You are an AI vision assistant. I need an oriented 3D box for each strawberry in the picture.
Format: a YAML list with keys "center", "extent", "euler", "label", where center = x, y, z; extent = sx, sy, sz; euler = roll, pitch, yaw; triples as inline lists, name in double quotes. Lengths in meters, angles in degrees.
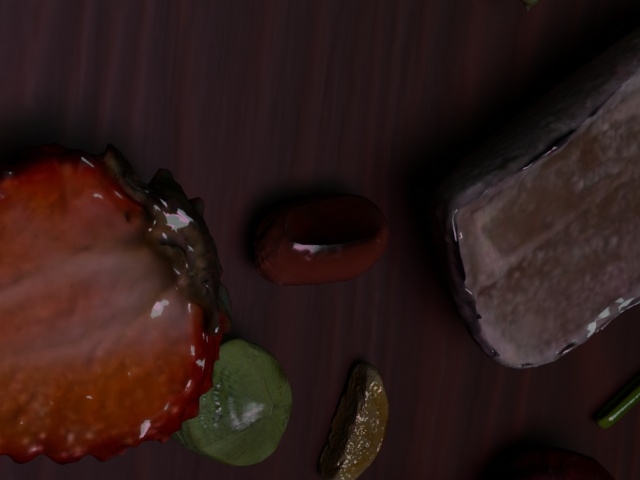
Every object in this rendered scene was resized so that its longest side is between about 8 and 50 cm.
- center: [-0.169, 0.049, 1.038]
  extent: [0.236, 0.111, 0.190]
  euler: [-21, 85, 2]
  label: "strawberry"

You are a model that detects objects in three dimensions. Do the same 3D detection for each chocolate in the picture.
- center: [0.200, -0.050, 1.200]
  extent: [0.303, 0.100, 0.185]
  euler: [-35, 127, -12]
  label: "chocolate"

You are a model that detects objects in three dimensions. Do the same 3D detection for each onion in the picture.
- center: [0.171, 0.202, 1.261]
  extent: [0.107, 0.097, 0.107]
  euler: [4, 110, 10]
  label: "onion"

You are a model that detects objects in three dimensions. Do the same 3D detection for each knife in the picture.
- center: [0.281, 0.084, 1.323]
  extent: [0.184, 0.022, 0.026]
  euler: [-39, 91, -13]
  label: "knife"

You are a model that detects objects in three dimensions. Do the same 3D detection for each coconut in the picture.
- center: [-0.060, 0.104, 1.111]
  extent: [0.088, 0.096, 0.088]
  euler: [-4, 97, -41]
  label: "coconut"

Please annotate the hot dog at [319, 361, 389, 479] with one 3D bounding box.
- center: [0.029, 0.131, 1.200]
  extent: [0.034, 0.030, 0.090]
  euler: [15, 97, -31]
  label: "hot dog"

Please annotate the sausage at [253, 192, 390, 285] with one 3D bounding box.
- center: [0.000, 0.000, 1.134]
  extent: [0.094, 0.059, 0.054]
  euler: [-9, 151, -25]
  label: "sausage"

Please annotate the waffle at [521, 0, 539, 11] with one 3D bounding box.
- center: [0.142, -0.290, 1.128]
  extent: [0.204, 0.054, 0.223]
  euler: [-49, 121, -8]
  label: "waffle"
